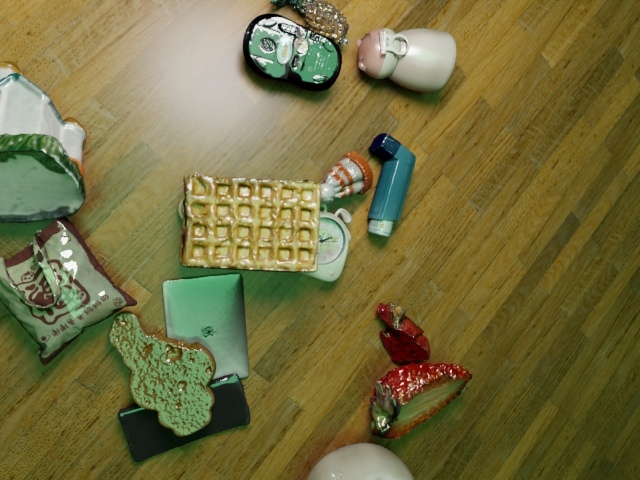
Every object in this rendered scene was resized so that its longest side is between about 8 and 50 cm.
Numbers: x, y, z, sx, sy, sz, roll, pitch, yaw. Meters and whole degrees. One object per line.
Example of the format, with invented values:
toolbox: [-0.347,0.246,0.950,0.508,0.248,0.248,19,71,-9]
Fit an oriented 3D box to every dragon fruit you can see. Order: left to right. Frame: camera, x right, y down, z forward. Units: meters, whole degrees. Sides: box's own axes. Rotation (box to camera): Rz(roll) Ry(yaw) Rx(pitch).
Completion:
dragon fruit: [0.220,0.246,1.172,0.192,0.122,0.092,50,40,-12]

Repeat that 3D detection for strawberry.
strawberry: [0.263,0.414,1.161,0.306,0.138,0.234,-11,130,-30]

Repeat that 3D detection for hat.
hat: [0.049,-0.144,1.047,0.162,0.093,0.112,-31,105,-22]

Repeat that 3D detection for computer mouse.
computer mouse: [-0.066,-0.434,0.988,0.233,0.096,0.138,16,108,-15]

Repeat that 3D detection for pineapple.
pineapple: [-0.020,-0.544,1.008,0.221,0.083,0.103,35,87,-17]

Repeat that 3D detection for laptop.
laptop: [-0.274,0.219,1.020,0.187,0.015,0.270,-5,96,-18]

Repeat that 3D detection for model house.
model house: [-0.604,-0.210,0.821,0.271,0.190,0.301,-6,63,-7]

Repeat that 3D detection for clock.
clock: [0.000,0.000,1.068,0.151,0.062,0.191,20,88,-17]

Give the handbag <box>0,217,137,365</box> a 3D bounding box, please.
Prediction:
handbag: [-0.542,0.103,0.864,0.212,0.127,0.235,-36,102,-11]

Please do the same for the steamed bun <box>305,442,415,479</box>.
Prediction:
steamed bun: [0.099,0.682,1.080,0.323,0.206,0.325,-1,96,-16]

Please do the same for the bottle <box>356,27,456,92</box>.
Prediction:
bottle: [0.203,-0.461,1.059,0.236,0.147,0.148,2,94,-14]

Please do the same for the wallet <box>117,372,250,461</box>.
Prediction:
wallet: [-0.318,0.422,1.009,0.285,0.030,0.146,-14,103,-17]

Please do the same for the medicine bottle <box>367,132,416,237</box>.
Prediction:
medicine bottle: [0.172,-0.142,1.105,0.124,0.079,0.259,13,91,-24]

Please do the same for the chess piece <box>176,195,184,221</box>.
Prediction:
chess piece: [-0.291,-0.073,0.979,0.083,0.038,0.084,-1,93,-18]

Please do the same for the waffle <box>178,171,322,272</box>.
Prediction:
waffle: [-0.157,-0.040,0.947,0.307,0.091,0.213,3,90,-15]

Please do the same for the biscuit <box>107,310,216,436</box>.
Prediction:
biscuit: [-0.356,0.292,0.959,0.319,0.047,0.183,43,75,-7]
